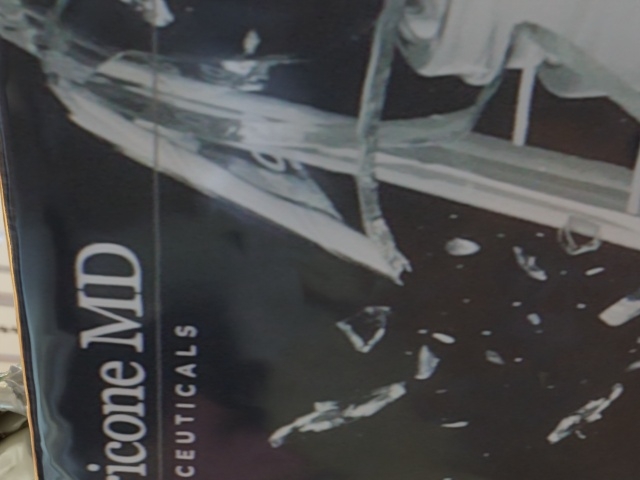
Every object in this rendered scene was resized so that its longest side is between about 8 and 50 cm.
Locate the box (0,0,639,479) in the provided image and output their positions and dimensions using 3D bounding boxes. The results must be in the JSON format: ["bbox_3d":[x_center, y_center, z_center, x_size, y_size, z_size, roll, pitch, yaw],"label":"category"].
[{"bbox_3d":[0.135,-0.123,0.447,0.297,0.471,0.480,-91,-176,-51],"label":"box"}]

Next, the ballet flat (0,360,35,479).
[{"bbox_3d":[-0.114,0.252,0.695,0.147,0.147,0.409,-35,-104,26],"label":"ballet flat"}]
